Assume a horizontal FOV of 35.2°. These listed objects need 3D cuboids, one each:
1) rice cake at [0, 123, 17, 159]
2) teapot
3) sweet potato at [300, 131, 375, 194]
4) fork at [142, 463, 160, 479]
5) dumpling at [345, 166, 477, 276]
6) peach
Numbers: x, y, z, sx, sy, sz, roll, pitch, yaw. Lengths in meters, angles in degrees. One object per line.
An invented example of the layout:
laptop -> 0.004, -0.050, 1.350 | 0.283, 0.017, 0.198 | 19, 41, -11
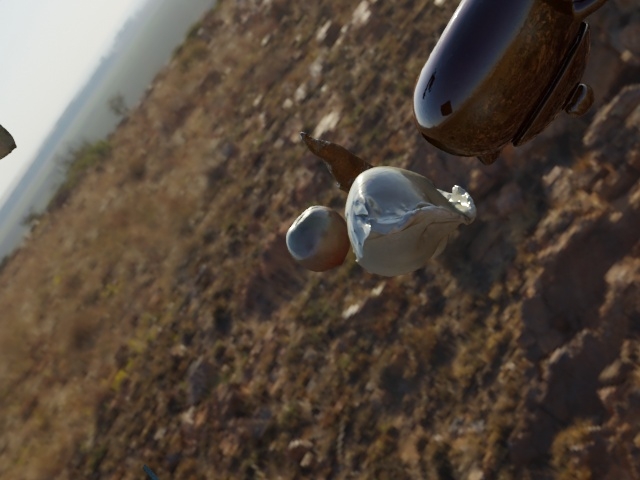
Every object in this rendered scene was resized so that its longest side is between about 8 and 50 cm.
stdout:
rice cake -> -0.463, -0.184, 1.185 | 0.052, 0.256, 0.057 | -27, 29, 27
teapot -> 0.165, -0.152, 0.791 | 0.178, 0.135, 0.252 | -64, 3, -39
sweet potato -> 0.044, -0.122, 1.709 | 0.068, 0.226, 0.068 | -38, 30, 26
fork -> -0.155, 0.378, 1.293 | 0.039, 0.235, 0.021 | -56, -15, 30
dumpling -> 0.088, -0.021, 1.000 | 0.188, 0.127, 0.108 | -88, -5, -86
peach -> -0.001, -0.001, 1.254 | 0.083, 0.083, 0.083 | -49, 18, 21
